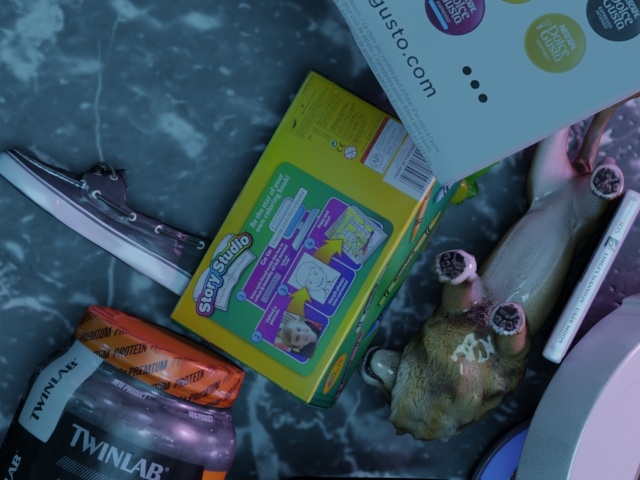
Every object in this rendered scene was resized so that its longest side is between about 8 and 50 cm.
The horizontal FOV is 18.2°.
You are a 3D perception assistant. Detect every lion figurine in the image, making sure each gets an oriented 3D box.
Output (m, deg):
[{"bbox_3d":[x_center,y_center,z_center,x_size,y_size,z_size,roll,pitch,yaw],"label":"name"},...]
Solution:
[{"bbox_3d":[0.196,0.020,1.915,0.142,0.240,0.392,39,76,17],"label":"lion figurine"}]

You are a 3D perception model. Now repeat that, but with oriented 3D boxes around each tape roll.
[{"bbox_3d":[0.346,0.237,1.920,0.392,0.072,0.392,-8,103,-36],"label":"tape roll"}]

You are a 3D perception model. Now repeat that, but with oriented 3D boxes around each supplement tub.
[{"bbox_3d":[-0.210,0.245,1.863,0.207,0.207,0.338,22,94,-10],"label":"supplement tub"}]

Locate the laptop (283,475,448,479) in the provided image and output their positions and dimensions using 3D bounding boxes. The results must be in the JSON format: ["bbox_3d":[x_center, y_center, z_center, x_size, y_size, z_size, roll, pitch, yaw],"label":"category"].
[{"bbox_3d":[-0.015,0.296,1.869,0.136,0.234,0.264,37,90,7],"label":"laptop"}]

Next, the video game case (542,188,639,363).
[{"bbox_3d":[0.260,0.034,1.912,0.022,0.190,0.173,27,93,6],"label":"video game case"}]

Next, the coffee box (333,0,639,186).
[{"bbox_3d":[0.196,-0.309,1.730,0.334,0.338,0.338,-26,102,23],"label":"coffee box"}]

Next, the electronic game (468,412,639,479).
[{"bbox_3d":[0.254,0.280,2.013,0.229,0.048,0.229,-1,97,-8],"label":"electronic game"}]

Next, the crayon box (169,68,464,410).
[{"bbox_3d":[0.000,0.000,1.891,0.165,0.081,0.278,31,93,20],"label":"crayon box"}]

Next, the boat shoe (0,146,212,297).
[{"bbox_3d":[-0.202,-0.033,1.897,0.228,0.080,0.076,34,85,-12],"label":"boat shoe"}]

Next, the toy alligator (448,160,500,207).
[{"bbox_3d":[0.088,-0.045,1.951,0.189,0.056,0.051,-16,134,11],"label":"toy alligator"}]
